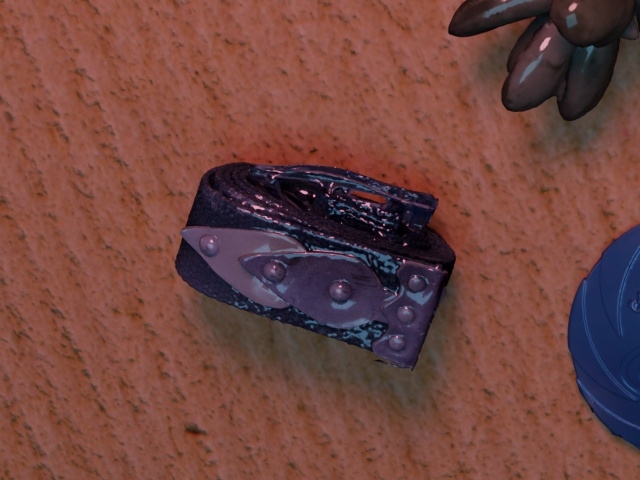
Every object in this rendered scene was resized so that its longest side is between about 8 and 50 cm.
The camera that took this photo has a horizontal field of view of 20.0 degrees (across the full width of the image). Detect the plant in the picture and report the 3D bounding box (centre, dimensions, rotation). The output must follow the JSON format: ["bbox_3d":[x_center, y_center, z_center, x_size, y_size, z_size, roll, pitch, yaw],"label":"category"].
[{"bbox_3d":[0.225,-0.200,1.310,0.146,0.149,0.274,40,119,-5],"label":"plant"}]

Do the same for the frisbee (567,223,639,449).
[{"bbox_3d":[0.320,0.089,1.468,0.242,0.045,0.242,5,115,11],"label":"frisbee"}]

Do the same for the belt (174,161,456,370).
[{"bbox_3d":[0.000,0.001,1.466,0.218,0.122,0.128,17,114,-1],"label":"belt"}]
